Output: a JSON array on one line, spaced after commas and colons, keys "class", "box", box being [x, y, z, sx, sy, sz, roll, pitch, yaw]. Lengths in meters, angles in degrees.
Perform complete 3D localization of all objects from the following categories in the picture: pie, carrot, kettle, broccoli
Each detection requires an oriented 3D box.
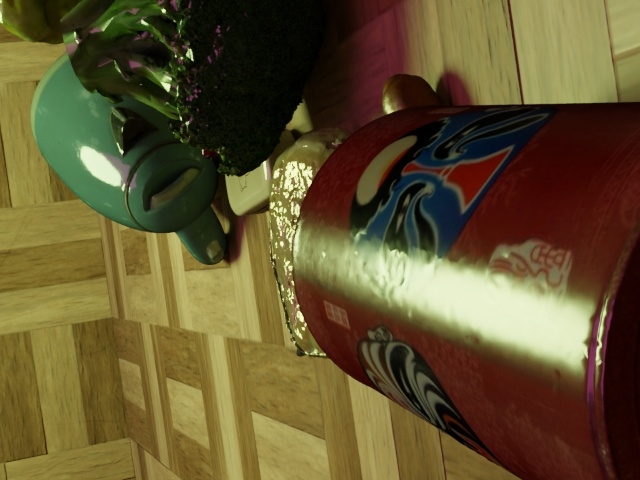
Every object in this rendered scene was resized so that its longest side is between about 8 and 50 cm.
[{"class": "pie", "box": [-0.003, 0.000, 0.980, 0.185, 0.052, 0.218, 21, 112, 52]}, {"class": "carrot", "box": [0.105, -0.049, 0.832, 0.216, 0.048, 0.048, 65, 155, 25]}, {"class": "kettle", "box": [-0.254, -0.110, 1.575, 0.342, 0.247, 0.319, 44, 170, 47]}, {"class": "broccoli", "box": [-0.125, -0.210, 1.090, 0.308, 0.275, 0.308, -15, -90, -84]}]

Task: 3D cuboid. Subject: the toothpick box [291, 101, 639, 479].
[{"class": "toothpick box", "box": [0.132, 0.026, 0.548, 0.333, 0.204, 0.204, -164, 67, -67]}]

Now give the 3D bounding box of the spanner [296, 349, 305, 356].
[{"class": "spanner", "box": [-0.010, 0.043, 1.216, 0.254, 0.015, 0.054, 102, 153, -44]}]

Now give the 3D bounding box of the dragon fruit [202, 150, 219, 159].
[{"class": "dragon fruit", "box": [-0.150, -0.198, 1.286, 0.122, 0.192, 0.092, -49, 9, 12]}]

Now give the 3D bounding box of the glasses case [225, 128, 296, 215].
[{"class": "glasses case", "box": [-0.073, -0.082, 1.290, 0.196, 0.050, 0.083, 152, 110, -69]}]

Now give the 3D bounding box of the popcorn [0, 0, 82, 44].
[{"class": "popcorn", "box": [-0.265, -0.411, 1.260, 0.292, 0.334, 0.293, -102, -9, -50]}]
